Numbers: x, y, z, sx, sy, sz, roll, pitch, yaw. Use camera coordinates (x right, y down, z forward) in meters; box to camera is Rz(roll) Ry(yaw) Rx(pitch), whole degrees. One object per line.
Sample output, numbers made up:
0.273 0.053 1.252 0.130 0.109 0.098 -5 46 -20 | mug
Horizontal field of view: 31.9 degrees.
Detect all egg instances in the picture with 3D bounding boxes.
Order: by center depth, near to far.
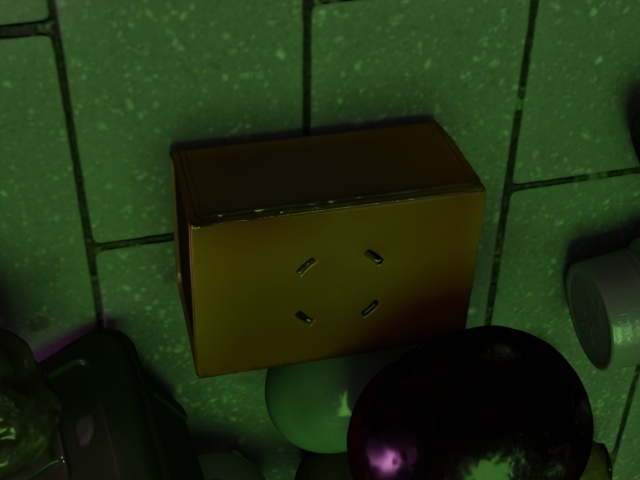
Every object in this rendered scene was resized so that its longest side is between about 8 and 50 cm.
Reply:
0.026 0.145 1.210 0.192 0.149 0.149 -43 128 11 | egg

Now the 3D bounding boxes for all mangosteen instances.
0.152 0.215 1.057 0.236 0.261 0.235 -18 166 -5 | mangosteen

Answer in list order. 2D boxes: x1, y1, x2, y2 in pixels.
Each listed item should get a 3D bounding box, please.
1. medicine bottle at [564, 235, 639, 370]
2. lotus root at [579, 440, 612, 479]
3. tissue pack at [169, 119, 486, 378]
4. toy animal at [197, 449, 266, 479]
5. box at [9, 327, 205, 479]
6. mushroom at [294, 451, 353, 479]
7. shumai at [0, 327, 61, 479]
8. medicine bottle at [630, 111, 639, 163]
0.420 0.057 1.265 0.255 0.152 0.152 -15 131 -7 | medicine bottle
0.283 0.332 1.473 0.221 0.118 0.125 -25 114 -1 | lotus root
0.000 0.000 1.088 0.275 0.145 0.194 -8 132 -13 | tissue pack
-0.154 0.378 1.307 0.267 0.212 0.212 -32 131 18 | toy animal
-0.273 0.280 1.167 0.329 0.252 0.178 -32 140 11 | box
0.086 0.276 1.261 0.292 0.212 0.217 -48 170 -21 | mushroom
-0.410 0.075 1.016 0.346 0.217 0.283 3 97 2 | shumai
0.470 -0.119 1.129 0.273 0.165 0.165 -29 131 4 | medicine bottle
